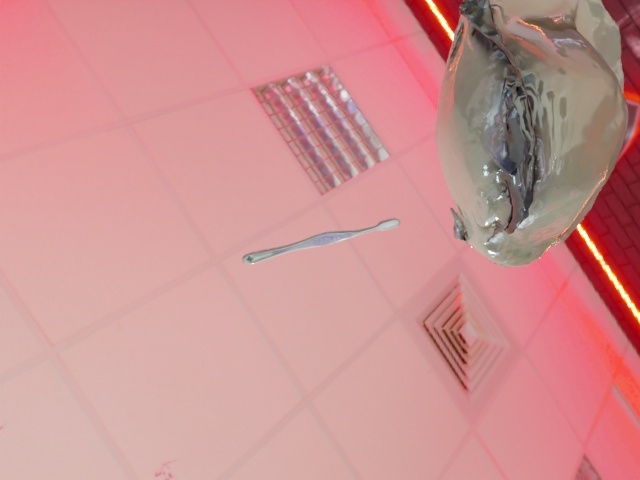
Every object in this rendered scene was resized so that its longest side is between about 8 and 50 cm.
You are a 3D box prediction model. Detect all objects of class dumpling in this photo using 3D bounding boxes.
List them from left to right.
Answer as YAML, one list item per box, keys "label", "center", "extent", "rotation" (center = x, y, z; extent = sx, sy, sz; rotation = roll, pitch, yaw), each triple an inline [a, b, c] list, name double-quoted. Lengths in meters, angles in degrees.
- label: "dumpling"
  center: [0.216, -0.110, 0.468]
  extent: [0.205, 0.163, 0.292]
  rotation: [-1, -76, 4]

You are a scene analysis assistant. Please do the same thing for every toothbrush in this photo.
- label: "toothbrush"
  center: [0.000, 0.000, 0.403]
  extent: [0.132, 0.013, 0.011]
  rotation: [-14, -78, 2]
